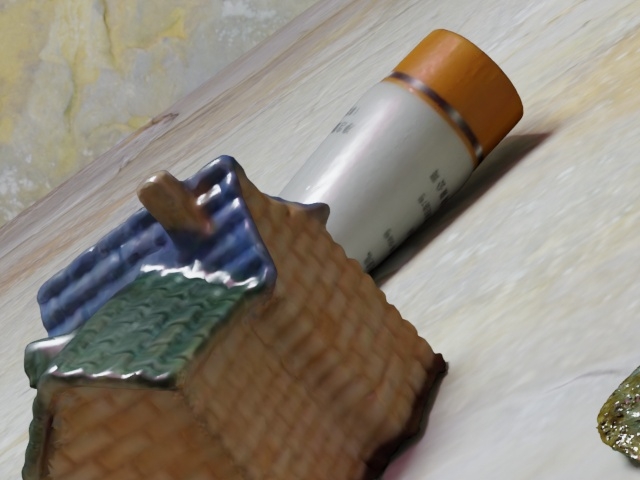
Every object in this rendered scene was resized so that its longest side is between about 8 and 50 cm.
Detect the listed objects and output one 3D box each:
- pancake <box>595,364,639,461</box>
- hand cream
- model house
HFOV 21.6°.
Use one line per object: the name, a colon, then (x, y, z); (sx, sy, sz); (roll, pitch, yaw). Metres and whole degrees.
pancake: (0.147, 0.046, 0.621); (0.108, 0.017, 0.108); (-38, 9, 7)
hand cream: (0.000, 0.000, 1.094); (0.314, 0.089, 0.139); (-49, 12, -14)
model house: (-0.065, 0.066, 0.792); (0.166, 0.172, 0.183); (-30, 14, 26)
